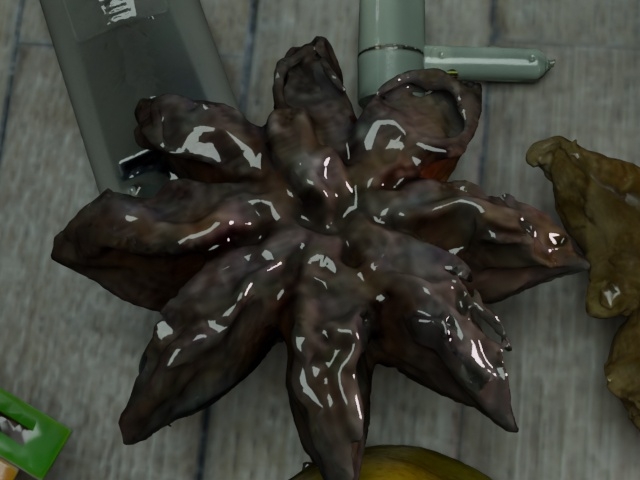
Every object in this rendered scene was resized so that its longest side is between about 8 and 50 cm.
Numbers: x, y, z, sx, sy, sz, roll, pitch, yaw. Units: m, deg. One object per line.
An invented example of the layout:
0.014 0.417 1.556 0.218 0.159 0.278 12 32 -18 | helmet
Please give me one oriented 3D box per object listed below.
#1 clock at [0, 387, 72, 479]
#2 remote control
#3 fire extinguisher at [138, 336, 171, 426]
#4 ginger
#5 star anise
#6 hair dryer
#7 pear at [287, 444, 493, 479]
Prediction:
-0.324 0.147 0.977 0.309 0.166 0.235 28 79 18 | clock
-0.136 -0.149 1.083 0.109 0.055 0.313 -21 67 0 | remote control
-0.074 0.047 1.045 0.064 0.043 0.158 27 76 41 | fire extinguisher
0.245 0.029 0.989 0.270 0.123 0.219 26 72 20 | ginger
-0.002 0.001 0.941 0.331 0.118 0.332 0 56 0 | star anise
0.094 -0.131 1.082 0.137 0.047 0.082 3 74 -1 | hair dryer
0.037 0.242 0.919 0.266 0.178 0.267 -2 76 8 | pear
